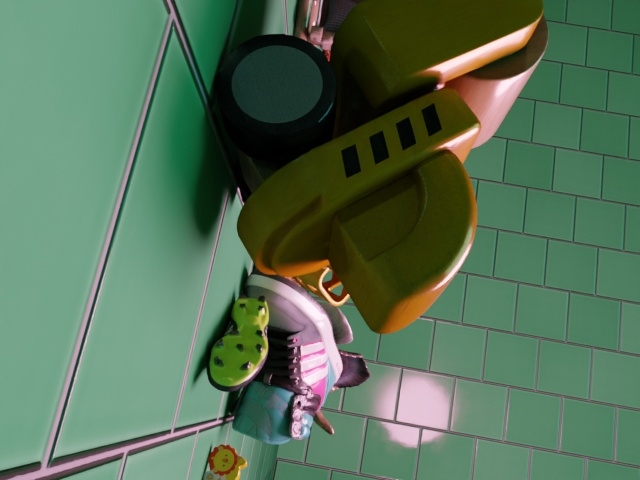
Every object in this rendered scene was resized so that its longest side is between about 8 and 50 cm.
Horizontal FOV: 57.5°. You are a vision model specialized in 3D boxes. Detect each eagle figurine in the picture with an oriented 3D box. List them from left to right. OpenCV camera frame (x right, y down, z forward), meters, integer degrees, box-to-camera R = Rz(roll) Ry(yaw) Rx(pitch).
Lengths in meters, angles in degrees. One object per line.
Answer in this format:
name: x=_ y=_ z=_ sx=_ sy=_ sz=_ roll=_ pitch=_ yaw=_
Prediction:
eagle figurine: x=-0.028 y=0.220 z=1.136 sx=0.298 sy=0.226 sz=0.226 roll=-9 pitch=95 yaw=-77

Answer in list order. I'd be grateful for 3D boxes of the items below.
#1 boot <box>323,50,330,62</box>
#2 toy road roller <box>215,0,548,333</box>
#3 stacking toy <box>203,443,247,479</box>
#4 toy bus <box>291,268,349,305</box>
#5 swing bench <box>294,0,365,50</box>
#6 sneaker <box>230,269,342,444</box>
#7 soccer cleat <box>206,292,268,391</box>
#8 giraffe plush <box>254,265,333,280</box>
boot: x=0.027 y=-0.413 z=1.333 sx=0.084 sy=0.059 sz=0.157 roll=82 pitch=9 yaw=-74
toy road roller: x=0.079 y=-0.067 z=0.531 sx=0.240 sy=0.330 sz=0.202 roll=59 pitch=-12 yaw=16
stacking toy: x=-0.139 y=0.392 z=0.735 sx=0.166 sy=0.052 sz=0.221 roll=94 pitch=8 yaw=-53
toy bus: x=-0.020 y=0.044 z=1.083 sx=0.104 sy=0.191 sz=0.202 roll=-49 pitch=174 yaw=-14
swing bench: x=0.101 y=-0.348 z=0.824 sx=0.165 sy=0.254 sz=0.254 roll=-77 pitch=176 yaw=-54
sneaker: x=-0.066 y=0.187 z=0.823 sx=0.178 sy=0.124 sz=0.295 roll=-61 pitch=147 yaw=-31
soccer cleat: x=-0.088 y=0.124 z=0.653 sx=0.179 sy=0.060 sz=0.072 roll=-83 pitch=-177 yaw=-70
giraffe plush: x=0.000 y=0.000 z=0.880 sx=0.210 sy=0.171 sz=0.181 roll=95 pitch=5 yaw=-69
